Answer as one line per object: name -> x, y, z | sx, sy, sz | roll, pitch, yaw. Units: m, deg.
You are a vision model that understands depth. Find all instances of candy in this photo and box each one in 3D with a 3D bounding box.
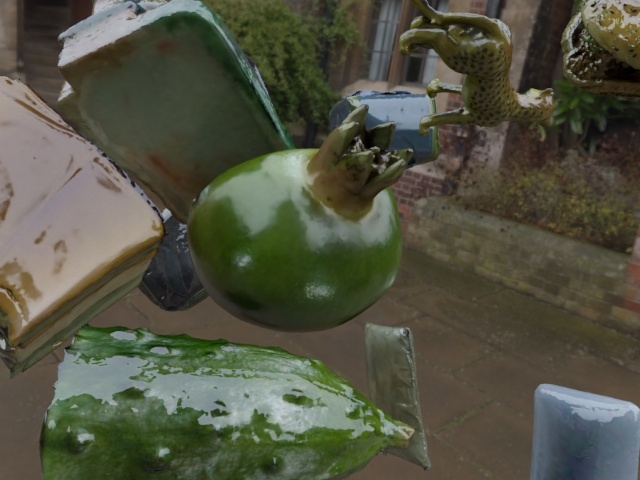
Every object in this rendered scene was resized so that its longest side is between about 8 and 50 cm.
candy -> 0.355, 0.293, 0.730 | 0.071, 0.174, 0.138 | 8, -4, -42

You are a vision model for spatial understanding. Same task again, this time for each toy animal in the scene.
toy animal -> 0.160, -0.177, 0.541 | 0.136, 0.073, 0.181 | 8, -27, 26

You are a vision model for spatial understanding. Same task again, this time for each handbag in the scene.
handbag -> 0.162, -0.286, 1.452 | 0.241, 0.222, 0.263 | -5, 3, -12
handbag -> -0.321, 0.028, 1.418 | 0.247, 0.341, 0.240 | 49, -8, 5

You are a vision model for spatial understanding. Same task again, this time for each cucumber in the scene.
cucumber -> -0.056, 0.128, 0.372 | 0.245, 0.134, 0.134 | 7, 16, -10

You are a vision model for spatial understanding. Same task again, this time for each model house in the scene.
model house -> -0.208, -0.236, 0.812 | 0.245, 0.312, 0.280 | -24, 44, 10

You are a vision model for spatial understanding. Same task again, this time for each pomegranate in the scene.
pomegranate -> 0.000, 0.000, 0.731 | 0.310, 0.358, 0.215 | -3, 62, -37

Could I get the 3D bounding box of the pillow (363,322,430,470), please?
pillow -> 0.160, 0.331, 1.161 | 0.075, 0.302, 0.185 | -7, -1, -27

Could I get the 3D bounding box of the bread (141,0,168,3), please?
bread -> -0.304, -0.368, 1.012 | 0.064, 0.156, 0.117 | 9, 9, 7

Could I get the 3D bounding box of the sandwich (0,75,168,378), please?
sandwich -> -0.306, -0.011, 0.518 | 0.227, 0.155, 0.198 | 45, 51, 0

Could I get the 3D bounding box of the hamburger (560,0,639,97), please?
hamburger -> 0.395, -0.267, 0.672 | 0.185, 0.177, 0.113 | 50, -5, 14
